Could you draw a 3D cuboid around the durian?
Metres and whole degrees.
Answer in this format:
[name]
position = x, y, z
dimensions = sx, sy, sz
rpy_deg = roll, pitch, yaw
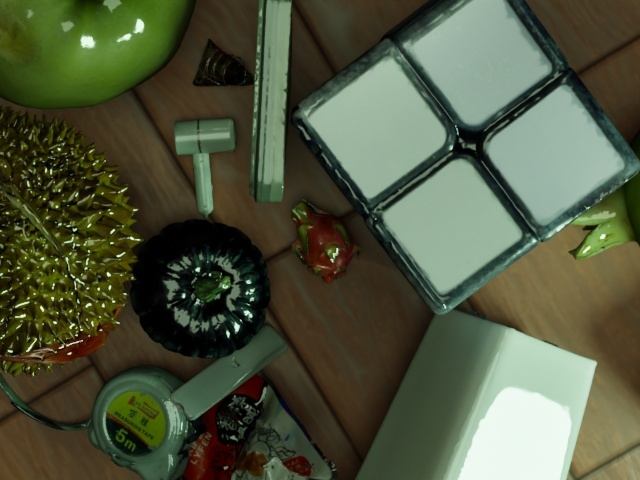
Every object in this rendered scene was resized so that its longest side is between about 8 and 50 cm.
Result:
[durian]
position = -0.400, 0.008, 1.725
dimensions = 0.347, 0.384, 0.347
rpy_deg = 5, 59, -9

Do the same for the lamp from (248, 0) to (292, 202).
[lamp]
position = -0.062, -0.191, 1.739
dimensions = 0.047, 0.266, 0.269
rpy_deg = 3, 97, -2

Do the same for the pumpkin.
[pumpkin]
position = -0.163, 0.066, 1.835
dimensions = 0.194, 0.150, 0.194
rpy_deg = 1, 94, 17

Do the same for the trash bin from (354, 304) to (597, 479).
[trash bin]
position = 0.182, 0.280, 1.792
dimensions = 0.296, 0.256, 0.368
rpy_deg = 21, 89, -26

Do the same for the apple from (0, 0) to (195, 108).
[apple]
position = -0.320, -0.325, 1.679
dimensions = 0.357, 0.357, 0.357
rpy_deg = 0, 97, -1

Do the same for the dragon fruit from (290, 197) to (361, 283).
[dragon fruit]
position = 0.000, -0.002, 1.857
dimensions = 0.081, 0.086, 0.116
rpy_deg = -35, 81, 16

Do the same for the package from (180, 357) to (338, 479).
[package]
position = -0.091, 0.290, 1.841
dimensions = 0.194, 0.269, 0.071
rpy_deg = -55, 136, -3

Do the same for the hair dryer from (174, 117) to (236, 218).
[hair dryer]
position = -0.155, -0.099, 1.863
dimensions = 0.082, 0.047, 0.137
rpy_deg = -3, 103, -1

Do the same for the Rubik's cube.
[Rubik's cube]
position = 0.169, -0.134, 1.724
dimensions = 0.313, 0.318, 0.316
rpy_deg = -37, 97, 4

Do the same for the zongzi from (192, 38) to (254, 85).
[zongzi]
position = -0.121, -0.227, 1.848
dimensions = 0.083, 0.073, 0.067
rpy_deg = 26, 98, 36

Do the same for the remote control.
[remote control]
position = -0.123, 0.176, 1.853
dimensions = 0.184, 0.027, 0.050
rpy_deg = -36, 67, -29

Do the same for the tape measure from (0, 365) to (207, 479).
[tape measure]
position = -0.313, 0.212, 1.897
dimensions = 0.330, 0.084, 0.164
rpy_deg = 32, 95, 14

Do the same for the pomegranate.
[pomegranate]
position = 0.486, -0.052, 1.784
dimensions = 0.340, 0.260, 0.260
rpy_deg = -21, 97, 15
